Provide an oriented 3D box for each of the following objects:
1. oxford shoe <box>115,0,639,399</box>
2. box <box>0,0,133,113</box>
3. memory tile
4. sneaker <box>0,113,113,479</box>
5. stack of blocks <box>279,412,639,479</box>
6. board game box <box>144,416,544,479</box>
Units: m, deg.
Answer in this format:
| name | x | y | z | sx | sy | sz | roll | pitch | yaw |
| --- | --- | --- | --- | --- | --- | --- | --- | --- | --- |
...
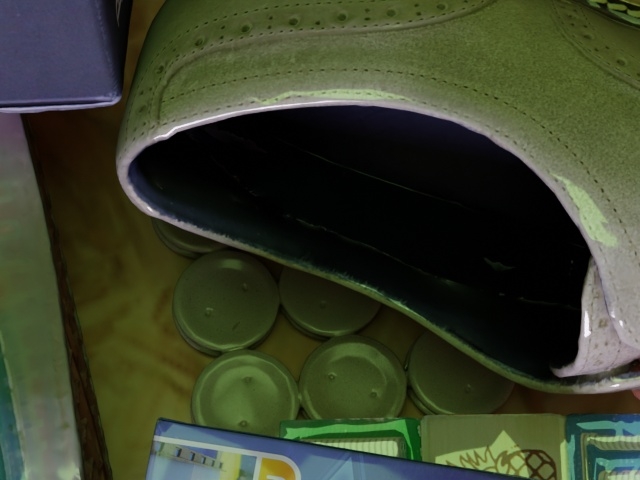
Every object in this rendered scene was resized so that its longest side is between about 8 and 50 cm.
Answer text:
| name | x | y | z | sx | sy | sz | roll | pitch | yaw |
| --- | --- | --- | --- | --- | --- | --- | --- | --- | --- |
| oxford shoe | 0.129 | 0.007 | 0.588 | 0.397 | 0.140 | 0.146 | 16 | 45 | 9 |
| box | -0.153 | -0.258 | 0.548 | 0.179 | 0.343 | 0.312 | -2 | 51 | 5 |
| memory tile | 0.000 | 0.000 | 0.677 | 0.113 | 0.012 | 0.148 | -10 | 70 | -4 |
| sneaker | -0.138 | 0.034 | 0.618 | 0.121 | 0.108 | 0.302 | -14 | 62 | -5 |
| stack of blocks | 0.032 | 0.204 | 0.560 | 0.171 | 0.087 | 0.297 | -1 | 69 | -1 |
| board game box | 0.005 | 0.156 | 0.511 | 0.136 | 0.035 | 0.201 | 9 | 69 | 3 |
